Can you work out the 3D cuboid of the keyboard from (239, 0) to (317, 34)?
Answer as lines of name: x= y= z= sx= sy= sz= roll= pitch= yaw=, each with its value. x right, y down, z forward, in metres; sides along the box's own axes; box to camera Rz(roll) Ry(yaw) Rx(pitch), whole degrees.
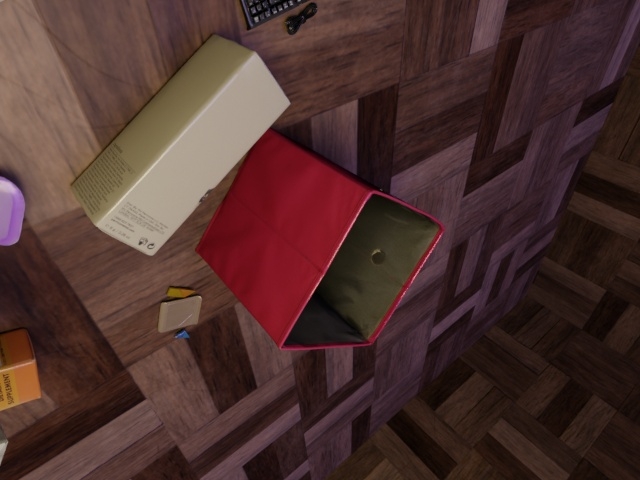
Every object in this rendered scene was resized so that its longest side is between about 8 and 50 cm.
keyboard: x=-0.031 y=-0.349 z=0.568 sx=0.180 sy=0.023 sz=0.108 roll=-36 pitch=141 yaw=-18

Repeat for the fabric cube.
fabric cube: x=0.000 y=0.000 z=0.697 sx=0.254 sy=0.258 sz=0.259 roll=16 pitch=108 yaw=-50

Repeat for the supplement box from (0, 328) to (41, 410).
supplement box: x=-0.484 y=0.188 z=0.496 sx=0.234 sy=0.080 sz=0.078 roll=-11 pitch=126 yaw=-38

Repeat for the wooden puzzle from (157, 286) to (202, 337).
wooden puzzle: x=-0.254 y=0.130 z=0.743 sx=0.079 sy=0.014 sz=0.116 roll=3 pitch=118 yaw=-43

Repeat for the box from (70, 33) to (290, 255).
box: x=-0.177 y=-0.124 z=0.530 sx=0.275 sy=0.113 sz=0.094 roll=-47 pitch=144 yaw=-3

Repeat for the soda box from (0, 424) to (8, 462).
soda box: x=-0.385 y=0.119 z=0.361 sx=0.098 sy=0.286 sz=0.091 roll=2 pitch=119 yaw=-56

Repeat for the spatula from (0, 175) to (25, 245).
spatula: x=-0.446 y=-0.042 z=0.367 sx=0.297 sy=0.030 sz=0.084 roll=5 pitch=116 yaw=-48
